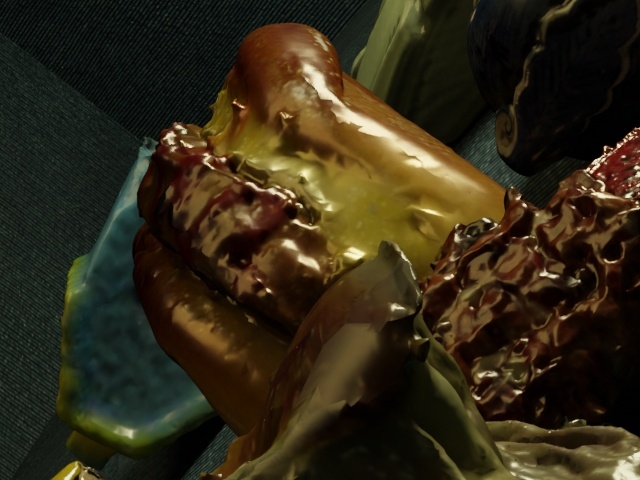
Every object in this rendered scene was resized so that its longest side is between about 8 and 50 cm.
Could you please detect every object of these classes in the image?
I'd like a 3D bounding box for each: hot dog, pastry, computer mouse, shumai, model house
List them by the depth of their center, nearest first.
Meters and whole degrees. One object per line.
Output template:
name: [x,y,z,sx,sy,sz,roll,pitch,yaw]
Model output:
shumai: [0.028,0.103,0.442,0.161,0.153,0.209,-50,25,-2]
pastry: [0.063,0.062,0.620,0.208,0.115,0.097,-43,-32,7]
hot dog: [-0.001,0.002,0.869,0.185,0.223,0.405,-49,9,3]
computer mouse: [0.136,-0.229,1.345,0.429,0.145,0.228,-48,12,27]
model house: [-0.153,0.067,1.456,0.303,0.215,0.237,-56,9,2]

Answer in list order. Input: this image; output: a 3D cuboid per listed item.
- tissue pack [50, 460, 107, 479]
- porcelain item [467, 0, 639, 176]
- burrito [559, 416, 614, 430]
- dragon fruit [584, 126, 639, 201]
tissue pack: [-0.232,0.309,1.109,0.271,0.134,0.192,-46,12,39]
porcelain item: [0.153,-0.131,0.902,0.186,0.138,0.288,-60,3,29]
burrito: [0.042,0.153,0.584,0.229,0.058,0.063,-51,13,21]
dragon fruit: [0.168,-0.022,0.702,0.097,0.063,0.131,-16,20,22]
